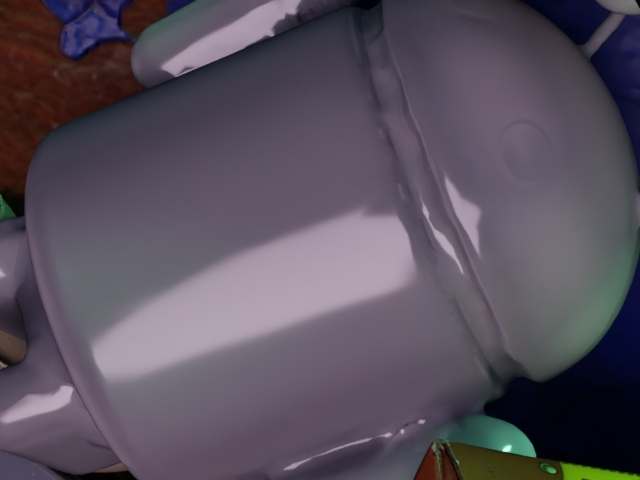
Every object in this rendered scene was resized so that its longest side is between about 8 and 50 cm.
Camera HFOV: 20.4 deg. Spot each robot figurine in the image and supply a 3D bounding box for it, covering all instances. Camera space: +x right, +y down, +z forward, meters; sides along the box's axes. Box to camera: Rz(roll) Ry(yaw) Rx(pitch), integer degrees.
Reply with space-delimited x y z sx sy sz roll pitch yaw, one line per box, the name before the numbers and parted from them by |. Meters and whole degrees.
robot figurine | 0.000 0.000 0.850 0.353 0.200 0.300 -21 74 10

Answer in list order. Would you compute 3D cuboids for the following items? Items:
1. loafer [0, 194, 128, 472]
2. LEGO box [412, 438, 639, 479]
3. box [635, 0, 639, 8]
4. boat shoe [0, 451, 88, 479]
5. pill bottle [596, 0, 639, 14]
loafer | -0.188 0.030 0.978 0.268 0.102 0.092 32 121 1
LEGO box | 0.234 0.330 0.835 0.500 0.193 0.372 12 116 -19
box | 0.213 -0.245 0.697 0.322 0.079 0.257 -40 100 -8
boat shoe | -0.078 0.245 1.018 0.367 0.156 0.136 34 88 12
pill bottle | 0.154 -0.175 0.792 0.131 0.131 0.229 -35 99 24
